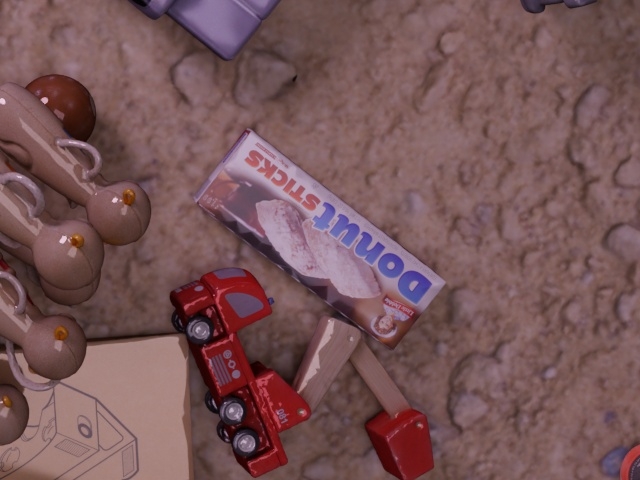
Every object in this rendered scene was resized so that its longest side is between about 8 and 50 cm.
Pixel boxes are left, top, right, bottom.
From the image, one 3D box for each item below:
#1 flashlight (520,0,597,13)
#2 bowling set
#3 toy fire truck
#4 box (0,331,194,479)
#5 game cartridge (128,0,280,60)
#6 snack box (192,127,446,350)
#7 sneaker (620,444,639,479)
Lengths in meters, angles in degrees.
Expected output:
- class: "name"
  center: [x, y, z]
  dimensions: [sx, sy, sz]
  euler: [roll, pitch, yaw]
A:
- class: "flashlight"
  center: [0.136, -0.307, 1.233]
  dimensions: [0.103, 0.103, 0.304]
  euler: [-21, 105, -3]
- class: "bowling set"
  center: [-0.170, -0.012, 1.183]
  dimensions: [0.154, 0.287, 0.200]
  euler: [42, 57, -2]
- class: "toy fire truck"
  center: [-0.012, 0.096, 1.300]
  dimensions: [0.135, 0.047, 0.192]
  euler: [-24, 104, -14]
- class: "box"
  center: [-0.189, 0.150, 1.300]
  dimensions: [0.201, 0.021, 0.164]
  euler: [-4, 101, -9]
- class: "game cartridge"
  center: [-0.129, -0.306, 1.206]
  dimensions: [0.355, 0.068, 0.230]
  euler: [38, 88, -15]
- class: "snack box"
  center: [0.000, 0.000, 1.306]
  dimensions: [0.178, 0.022, 0.064]
  euler: [37, 92, -15]
- class: "sneaker"
  center: [0.283, 0.217, 1.379]
  dimensions: [0.158, 0.065, 0.061]
  euler: [42, 91, -15]
